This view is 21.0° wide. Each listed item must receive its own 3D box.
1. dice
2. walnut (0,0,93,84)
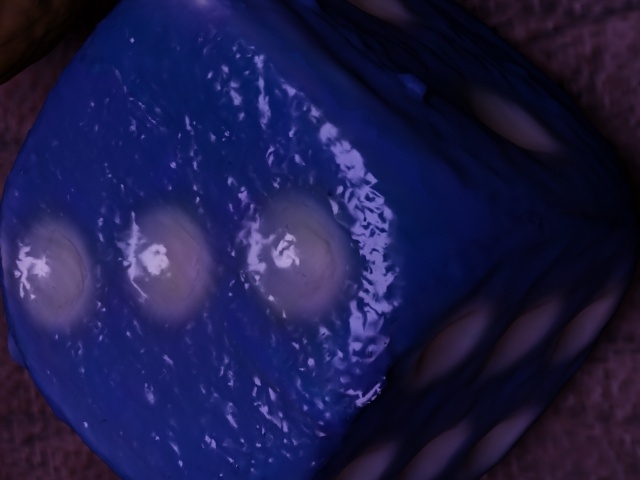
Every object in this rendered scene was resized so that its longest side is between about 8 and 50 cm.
[{"bbox_3d":[0.000,0.000,0.524,0.146,0.143,0.146,44,117,23],"label":"dice"},{"bbox_3d":[-0.120,-0.135,0.585,0.166,0.149,0.166,-13,75,63],"label":"walnut"}]
